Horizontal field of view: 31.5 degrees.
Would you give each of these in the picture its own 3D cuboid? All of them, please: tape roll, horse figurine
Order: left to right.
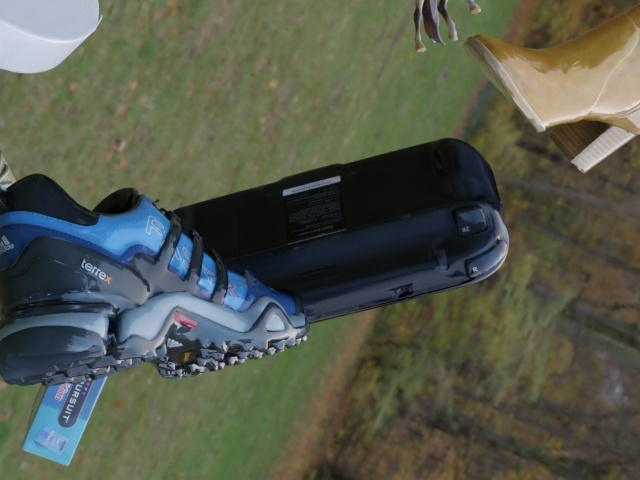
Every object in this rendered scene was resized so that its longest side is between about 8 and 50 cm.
[{"bbox_3d":[-0.454,-0.389,1.467,0.072,0.392,0.392,-36,-175,23],"label":"tape roll"},{"bbox_3d":[0.167,-0.349,1.447,0.263,0.066,0.175,129,-37,-68],"label":"horse figurine"}]

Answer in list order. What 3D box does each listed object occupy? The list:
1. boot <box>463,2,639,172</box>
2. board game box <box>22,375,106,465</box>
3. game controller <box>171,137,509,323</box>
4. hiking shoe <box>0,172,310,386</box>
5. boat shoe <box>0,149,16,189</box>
[{"bbox_3d":[0.287,-0.197,1.155,0.211,0.104,0.295,-45,142,14],"label":"boot"},{"bbox_3d":[-0.390,0.198,1.846,0.254,0.079,0.336,-67,-168,-1],"label":"board game box"},{"bbox_3d":[0.000,0.000,0.993,0.166,0.319,0.067,-93,166,-53],"label":"game controller"},{"bbox_3d":[-0.104,0.025,0.796,0.304,0.113,0.132,11,64,-62],"label":"hiking shoe"},{"bbox_3d":[-0.353,-0.039,1.107,0.122,0.324,0.120,-32,166,-42],"label":"boat shoe"}]
